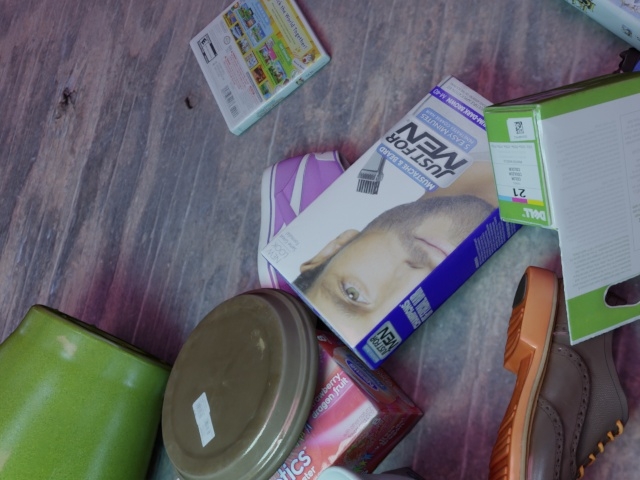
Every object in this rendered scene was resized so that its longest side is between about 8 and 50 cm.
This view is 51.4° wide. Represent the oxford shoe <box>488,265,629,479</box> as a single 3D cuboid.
[{"bbox_3d":[0.258,0.203,0.703,0.132,0.130,0.364,12,69,8],"label":"oxford shoe"}]

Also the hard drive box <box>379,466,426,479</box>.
[{"bbox_3d":[0.139,0.407,0.769,0.232,0.089,0.181,26,92,32],"label":"hard drive box"}]

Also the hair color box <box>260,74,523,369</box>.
[{"bbox_3d":[0.115,-0.027,0.833,0.339,0.110,0.185,-44,60,-4],"label":"hair color box"}]

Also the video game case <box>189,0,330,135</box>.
[{"bbox_3d":[-0.111,-0.325,1.136,0.206,0.026,0.227,-36,62,18],"label":"video game case"}]

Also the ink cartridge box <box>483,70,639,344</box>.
[{"bbox_3d":[0.299,-0.041,0.728,0.097,0.188,0.255,-157,53,-68],"label":"ink cartridge box"}]

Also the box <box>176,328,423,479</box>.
[{"bbox_3d":[-0.035,0.276,0.870,0.300,0.142,0.154,-50,57,10],"label":"box"}]

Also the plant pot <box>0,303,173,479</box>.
[{"bbox_3d":[-0.399,0.298,0.984,0.366,0.366,0.353,17,74,32],"label":"plant pot"}]

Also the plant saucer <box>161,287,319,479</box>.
[{"bbox_3d":[-0.114,0.184,0.844,0.278,0.041,0.278,-26,48,34],"label":"plant saucer"}]

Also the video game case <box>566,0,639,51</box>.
[{"bbox_3d":[0.429,-0.360,0.785,0.269,0.061,0.244,-41,60,2],"label":"video game case"}]

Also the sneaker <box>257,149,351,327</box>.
[{"bbox_3d":[0.000,-0.001,0.948,0.161,0.102,0.282,-12,72,24],"label":"sneaker"}]

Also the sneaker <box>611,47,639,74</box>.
[{"bbox_3d":[0.381,-0.163,0.790,0.084,0.058,0.152,7,77,25],"label":"sneaker"}]

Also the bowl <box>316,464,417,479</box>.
[{"bbox_3d":[0.100,0.355,0.638,0.298,0.134,0.298,173,90,-69],"label":"bowl"}]
